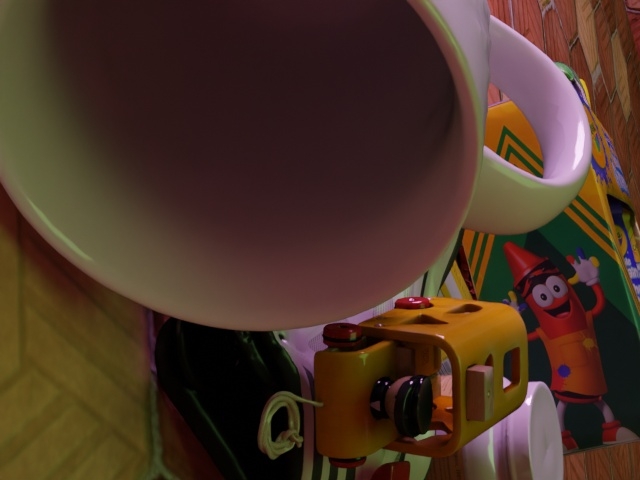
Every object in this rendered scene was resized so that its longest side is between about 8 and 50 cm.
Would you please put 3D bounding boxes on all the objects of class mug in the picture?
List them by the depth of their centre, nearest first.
[{"bbox_3d":[0.014,-0.130,0.659,0.374,0.276,0.328,25,38,-10],"label":"mug"}]

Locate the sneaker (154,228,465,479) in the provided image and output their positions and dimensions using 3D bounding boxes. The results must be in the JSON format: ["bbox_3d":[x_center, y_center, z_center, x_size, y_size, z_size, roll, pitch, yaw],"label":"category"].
[{"bbox_3d":[0.001,0.000,0.789,0.257,0.169,0.447,20,68,-64],"label":"sneaker"}]

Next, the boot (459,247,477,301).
[{"bbox_3d":[0.218,0.048,1.360,0.084,0.059,0.157,-56,134,-47],"label":"boot"}]

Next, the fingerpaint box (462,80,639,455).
[{"bbox_3d":[0.310,0.041,1.208,0.445,0.163,0.370,9,66,-68],"label":"fingerpaint box"}]

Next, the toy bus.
[{"bbox_3d":[0.074,0.101,0.704,0.191,0.104,0.202,54,50,-43],"label":"toy bus"}]

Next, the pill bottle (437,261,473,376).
[{"bbox_3d":[0.087,0.052,1.013,0.208,0.119,0.119,61,33,-38],"label":"pill bottle"}]

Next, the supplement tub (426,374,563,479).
[{"bbox_3d":[0.114,0.198,0.935,0.144,0.200,0.144,26,61,-60],"label":"supplement tub"}]

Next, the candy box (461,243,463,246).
[{"bbox_3d":[0.115,-0.121,1.171,0.159,0.071,0.233,-74,147,-41],"label":"candy box"}]

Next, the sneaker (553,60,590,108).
[{"bbox_3d":[0.434,-0.153,1.777,0.146,0.134,0.343,6,69,-70],"label":"sneaker"}]
